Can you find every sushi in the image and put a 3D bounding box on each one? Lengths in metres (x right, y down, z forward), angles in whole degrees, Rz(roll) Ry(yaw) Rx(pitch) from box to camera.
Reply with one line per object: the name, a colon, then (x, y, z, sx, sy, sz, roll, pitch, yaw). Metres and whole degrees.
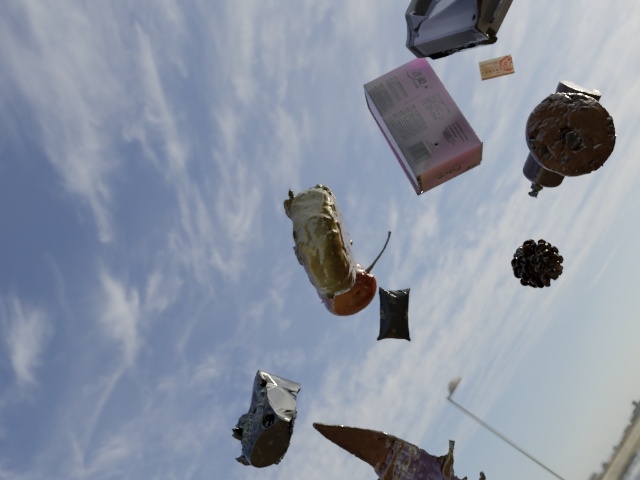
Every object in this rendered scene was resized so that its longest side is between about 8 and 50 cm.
sushi: (-0.059, 0.207, 0.748, 0.056, 0.083, 0.084, 23, -74, -20)

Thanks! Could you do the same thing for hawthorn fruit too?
hawthorn fruit: (0.118, 0.093, 1.893, 0.285, 0.165, 0.165, -44, -26, 10)

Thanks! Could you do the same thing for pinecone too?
pinecone: (0.584, 0.062, 1.801, 0.140, 0.121, 0.140, -1, -85, -19)

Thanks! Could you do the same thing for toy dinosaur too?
toy dinosaur: (0.123, 0.325, 0.788, 0.113, 0.327, 0.206, -12, -28, -37)

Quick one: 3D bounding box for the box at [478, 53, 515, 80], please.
box: (0.494, -0.485, 1.890, 0.015, 0.093, 0.058, 44, -141, -62)

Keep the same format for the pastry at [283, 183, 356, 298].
pastry: (0.001, 0.005, 1.490, 0.121, 0.256, 0.236, -15, -10, 8)

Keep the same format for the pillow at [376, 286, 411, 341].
pillow: (0.202, 0.203, 1.852, 0.048, 0.090, 0.150, 22, -113, -73)

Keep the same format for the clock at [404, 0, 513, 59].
clock: (0.237, -0.406, 1.032, 0.083, 0.186, 0.253, 31, -99, -26)

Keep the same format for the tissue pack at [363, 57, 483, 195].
tissue pack: (0.206, -0.234, 1.357, 0.149, 0.246, 0.092, -26, -25, 2)

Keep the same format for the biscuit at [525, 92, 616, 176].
biscuit: (0.532, -0.226, 1.427, 0.192, 0.192, 0.049, -54, -2, -9)

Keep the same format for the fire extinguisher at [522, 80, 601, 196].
fire extinguisher: (0.631, -0.252, 1.808, 0.135, 0.114, 0.337, -27, -40, -54)
